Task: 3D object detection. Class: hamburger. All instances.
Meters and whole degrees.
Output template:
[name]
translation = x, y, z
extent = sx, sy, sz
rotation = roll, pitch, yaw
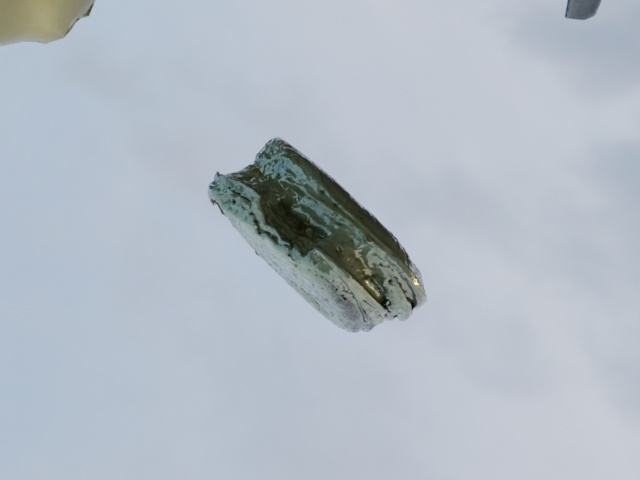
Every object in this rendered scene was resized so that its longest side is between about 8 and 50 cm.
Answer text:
[hamburger]
translation = 0.000, 0.000, 1.082
extent = 0.140, 0.062, 0.133
rotation = 44, 176, 0

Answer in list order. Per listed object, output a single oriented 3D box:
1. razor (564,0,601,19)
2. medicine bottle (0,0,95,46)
[razor]
translation = 0.140, -0.174, 0.889
extent = 0.033, 0.190, 0.066
rotation = 16, -122, 5
[medicine bottle]
translation = -0.145, -0.143, 0.599
extent = 0.124, 0.124, 0.239
rotation = 8, -164, -38
